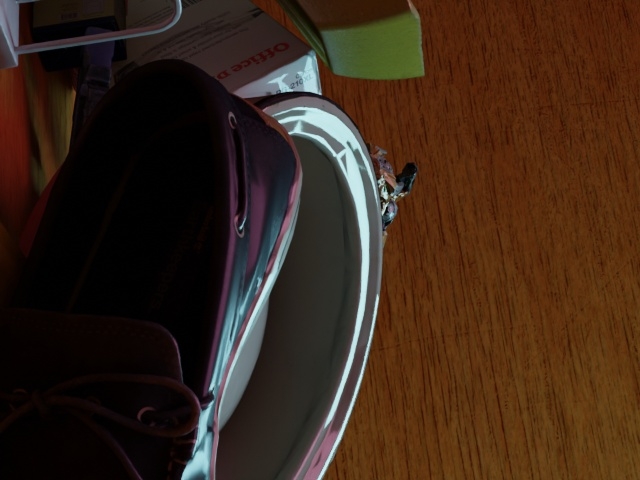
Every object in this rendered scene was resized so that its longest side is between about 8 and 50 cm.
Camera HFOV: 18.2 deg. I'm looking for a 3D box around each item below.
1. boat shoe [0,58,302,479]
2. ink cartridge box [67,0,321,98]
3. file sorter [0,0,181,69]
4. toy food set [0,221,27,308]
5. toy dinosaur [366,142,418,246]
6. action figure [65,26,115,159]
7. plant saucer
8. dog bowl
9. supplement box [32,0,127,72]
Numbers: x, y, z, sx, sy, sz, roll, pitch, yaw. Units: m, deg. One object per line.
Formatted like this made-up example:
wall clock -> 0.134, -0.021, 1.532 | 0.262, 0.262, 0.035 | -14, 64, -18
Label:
boat shoe -> -0.142, 0.105, 1.261 | 0.156, 0.187, 0.500 | 59, 44, -57
ink cartridge box -> -0.132, -0.173, 2.030 | 0.237, 0.172, 0.100 | 41, -28, 42
file sorter -> -0.223, -0.325, 1.738 | 0.193, 0.173, 0.277 | 78, 4, -51
toy food set -> -0.246, 0.057, 1.304 | 0.218, 0.071, 0.128 | 68, 41, -59
toy dinosaur -> 0.000, 0.000, 2.008 | 0.164, 0.218, 0.322 | 56, -14, 31
action figure -> -0.161, -0.021, 1.878 | 0.330, 0.178, 0.341 | 118, -24, -70
plant saucer -> -0.033, -0.290, 1.897 | 0.333, 0.081, 0.333 | 53, 0, 7
dog bowl -> -0.106, 0.069, 1.608 | 0.408, 0.150, 0.408 | -37, 134, -52
supplement box -> -0.237, -0.219, 1.963 | 0.056, 0.083, 0.083 | 78, 5, -50
